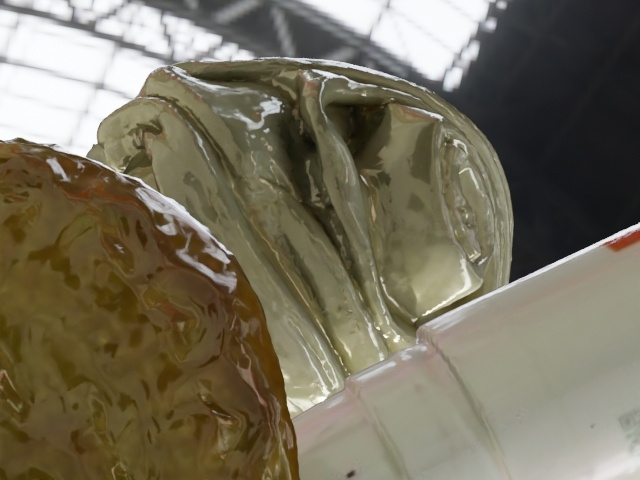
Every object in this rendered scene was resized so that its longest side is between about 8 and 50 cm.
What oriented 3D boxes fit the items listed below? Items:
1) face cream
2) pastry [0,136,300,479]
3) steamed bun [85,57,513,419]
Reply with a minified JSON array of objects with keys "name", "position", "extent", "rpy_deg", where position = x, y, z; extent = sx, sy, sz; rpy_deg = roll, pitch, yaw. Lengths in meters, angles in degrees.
[{"name":"face cream","position":[0.136,0.042,0.727],"extent":[0.102,0.346,0.102],"rpy_deg":[156,-90,-82]},{"name":"pastry","position":[-0.121,0.093,0.607],"extent":[0.132,0.235,0.240],"rpy_deg":[78,20,-76]},{"name":"steamed bun","position":[0.000,-0.009,1.371],"extent":[0.219,0.324,0.309],"rpy_deg":[-38,-134,50]}]
